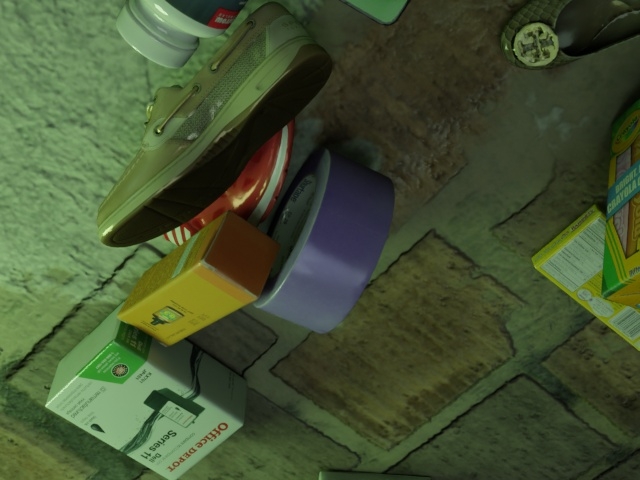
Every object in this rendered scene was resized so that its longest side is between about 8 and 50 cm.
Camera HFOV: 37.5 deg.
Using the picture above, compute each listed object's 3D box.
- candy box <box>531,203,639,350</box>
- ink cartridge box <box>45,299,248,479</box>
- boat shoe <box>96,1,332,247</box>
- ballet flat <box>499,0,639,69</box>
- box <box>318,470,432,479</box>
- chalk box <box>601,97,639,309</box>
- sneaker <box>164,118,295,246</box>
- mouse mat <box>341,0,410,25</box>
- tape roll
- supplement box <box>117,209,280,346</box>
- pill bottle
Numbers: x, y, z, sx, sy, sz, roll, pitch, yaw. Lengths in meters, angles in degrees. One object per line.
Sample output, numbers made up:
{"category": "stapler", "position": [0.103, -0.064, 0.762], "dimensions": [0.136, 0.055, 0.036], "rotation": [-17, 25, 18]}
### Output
{"category": "candy box", "position": [0.368, 0.049, 1.160], "dimensions": [0.206, 0.027, 0.105], "rotation": [36, 113, -22]}
{"category": "ink cartridge box", "position": [-0.218, 0.197, 1.208], "dimensions": [0.208, 0.087, 0.153], "rotation": [37, 116, -23]}
{"category": "boat shoe", "position": [-0.126, -0.113, 0.963], "dimensions": [0.302, 0.109, 0.098], "rotation": [-43, 72, 14]}
{"category": "ballet flat", "position": [0.307, -0.232, 0.959], "dimensions": [0.250, 0.058, 0.084], "rotation": [-16, 121, 9]}
{"category": "box", "position": [0.072, 0.513, 1.263], "dimensions": [0.168, 0.345, 0.215], "rotation": [4, 123, -4]}
{"category": "chalk box", "position": [0.417, -0.072, 0.966], "dimensions": [0.180, 0.289, 0.179], "rotation": [18, 153, -10]}
{"category": "sneaker", "position": [-0.115, -0.066, 1.043], "dimensions": [0.128, 0.087, 0.221], "rotation": [17, 120, -13]}
{"category": "mouse mat", "position": [0.058, -0.321, 0.928], "dimensions": [0.152, 0.007, 0.190], "rotation": [27, 120, -17]}
{"category": "tape roll", "position": [0.000, 0.000, 1.025], "dimensions": [0.080, 0.189, 0.189], "rotation": [25, 119, -15]}
{"category": "supplement box", "position": [-0.142, 0.049, 1.062], "dimensions": [0.078, 0.080, 0.233], "rotation": [35, 144, -20]}
{"category": "pill bottle", "position": [-0.116, -0.259, 0.904], "dimensions": [0.108, 0.108, 0.180], "rotation": [31, 117, -19]}
